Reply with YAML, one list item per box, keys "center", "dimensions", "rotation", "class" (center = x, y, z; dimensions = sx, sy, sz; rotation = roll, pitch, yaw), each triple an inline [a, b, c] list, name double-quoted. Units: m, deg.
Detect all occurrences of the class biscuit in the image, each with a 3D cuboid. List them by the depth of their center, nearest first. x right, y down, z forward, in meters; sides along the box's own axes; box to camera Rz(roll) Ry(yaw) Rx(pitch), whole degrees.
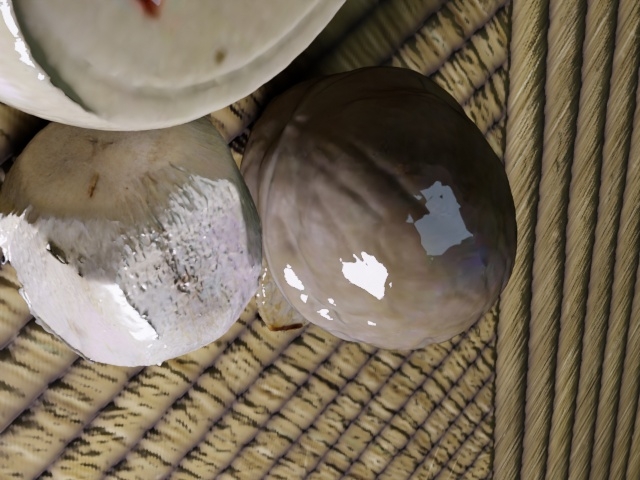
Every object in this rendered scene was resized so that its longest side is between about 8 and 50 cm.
- center: [0.000, 0.000, 0.927]
  dimensions: [0.120, 0.015, 0.120]
  rotation: [-42, 147, -35]
  class: "biscuit"

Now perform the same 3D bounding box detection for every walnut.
- center: [0.031, -0.015, 0.819]
  dimensions: [0.162, 0.140, 0.140]
  rotation: [35, 83, -44]
  class: "walnut"

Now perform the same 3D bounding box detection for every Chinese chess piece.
- center: [-0.061, -0.162, 0.561]
  dimensions: [0.250, 0.103, 0.249]
  rotation: [-40, 145, -35]
  class: "Chinese chess piece"

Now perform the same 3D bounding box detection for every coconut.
- center: [-0.080, 0.002, 0.683]
  dimensions: [0.110, 0.110, 0.124]
  rotation: [-48, 145, -26]
  class: "coconut"
